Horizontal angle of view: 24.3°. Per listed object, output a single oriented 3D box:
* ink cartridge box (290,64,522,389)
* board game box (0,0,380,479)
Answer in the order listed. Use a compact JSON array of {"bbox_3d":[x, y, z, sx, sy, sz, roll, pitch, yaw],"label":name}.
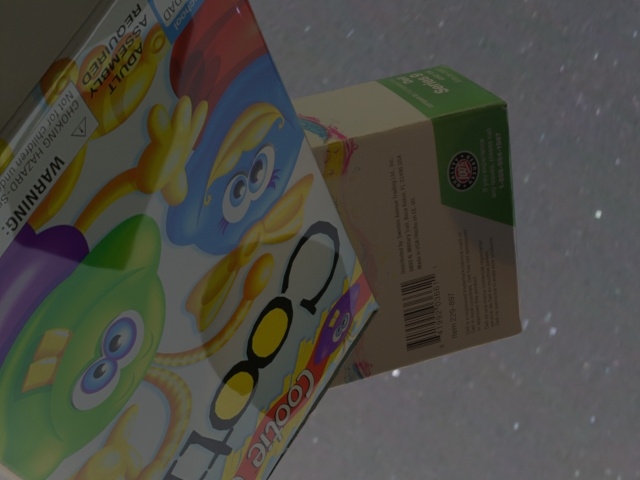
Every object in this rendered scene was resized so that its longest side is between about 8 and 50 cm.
[{"bbox_3d":[0.000,0.000,0.864,0.212,0.093,0.154,-16,-63,-17],"label":"ink cartridge box"},{"bbox_3d":[-0.095,-0.004,0.479,0.144,0.142,0.275,28,-16,22],"label":"board game box"}]
